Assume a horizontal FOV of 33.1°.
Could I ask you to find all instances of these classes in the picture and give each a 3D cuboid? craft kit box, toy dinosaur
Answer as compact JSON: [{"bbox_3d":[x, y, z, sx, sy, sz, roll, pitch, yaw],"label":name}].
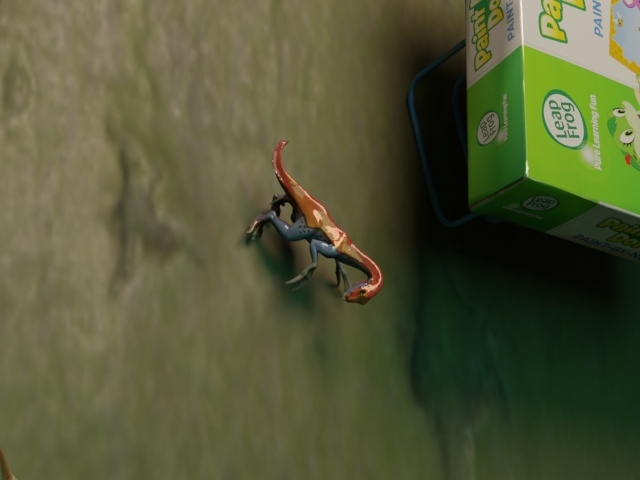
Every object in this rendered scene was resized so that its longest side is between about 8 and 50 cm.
[{"bbox_3d":[0.199,-0.108,0.671,0.246,0.061,0.250,14,65,-26],"label":"craft kit box"},{"bbox_3d":[0.000,0.000,0.617,0.082,0.090,0.047,19,37,25],"label":"toy dinosaur"}]

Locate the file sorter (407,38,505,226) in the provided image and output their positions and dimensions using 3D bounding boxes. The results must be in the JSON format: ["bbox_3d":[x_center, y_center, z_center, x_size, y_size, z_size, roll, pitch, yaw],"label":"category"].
[{"bbox_3d":[0.160,-0.076,0.731,0.170,0.104,0.118,-4,74,-34],"label":"file sorter"}]

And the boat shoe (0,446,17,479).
[{"bbox_3d":[-0.157,0.121,0.482,0.050,0.045,0.135,-33,96,-30],"label":"boat shoe"}]
